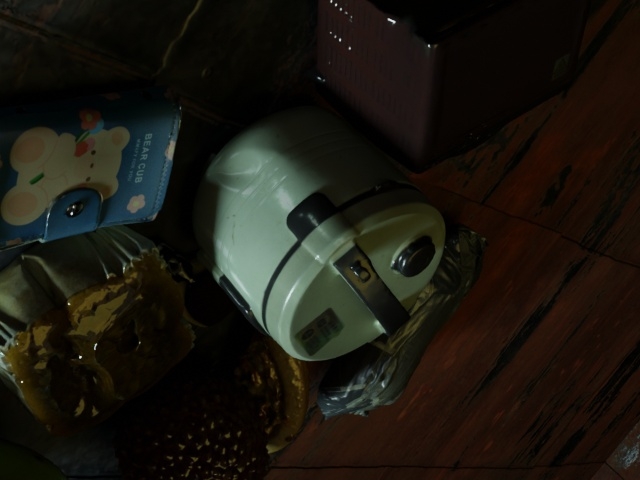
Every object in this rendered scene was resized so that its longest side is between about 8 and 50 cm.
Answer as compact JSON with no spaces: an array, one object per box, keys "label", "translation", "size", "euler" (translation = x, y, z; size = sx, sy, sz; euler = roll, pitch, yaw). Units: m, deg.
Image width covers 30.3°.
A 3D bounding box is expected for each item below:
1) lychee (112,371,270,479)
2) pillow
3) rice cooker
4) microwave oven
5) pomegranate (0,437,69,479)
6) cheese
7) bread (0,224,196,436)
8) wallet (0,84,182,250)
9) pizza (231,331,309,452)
[{"label":"lychee","translation":[-0.149,0.247,1.400],"size":[0.188,0.188,0.188],"euler":[-31,146,-24]},{"label":"pillow","translation":[0.114,0.119,1.643],"size":[0.161,0.092,0.335],"euler":[-3,128,-56]},{"label":"rice cooker","translation":[0.000,0.000,1.223],"size":[0.226,0.244,0.226],"euler":[-31,147,-24]},{"label":"microwave oven","translation":[0.130,-0.211,1.201],"size":[0.247,0.178,0.188],"euler":[-31,147,-25]},{"label":"pomegranate","translation":[-0.357,0.293,1.150],"size":[0.260,0.260,0.340],"euler":[-29,142,-26]},{"label":"cheese","translation":[-0.141,0.043,1.304],"size":[0.086,0.036,0.162],"euler":[-45,149,3]},{"label":"bread","translation":[-0.231,0.090,1.180],"size":[0.192,0.110,0.210],"euler":[-36,147,-19]},{"label":"wallet","translation":[-0.226,-0.066,1.058],"size":[0.202,0.059,0.141],"euler":[-15,130,-43]},{"label":"pizza","translation":[-0.071,0.195,1.484],"size":[0.058,0.127,0.246],"euler":[-27,160,-40]}]
